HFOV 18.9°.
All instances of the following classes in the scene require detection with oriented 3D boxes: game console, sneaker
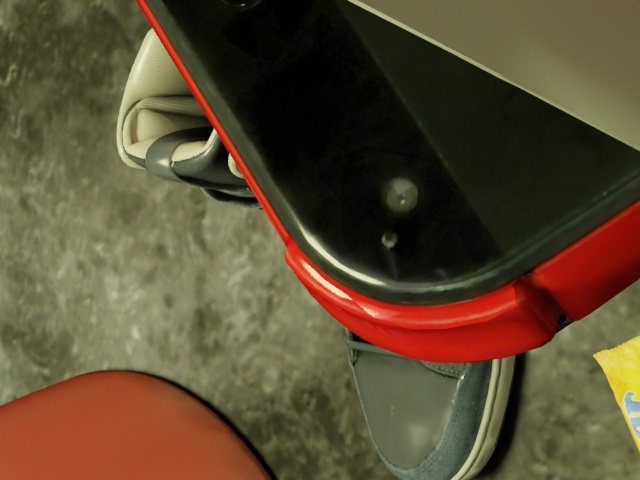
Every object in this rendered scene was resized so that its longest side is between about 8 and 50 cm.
[{"bbox_3d":[0.065,-0.188,0.650,0.342,0.060,0.386,-35,69,7],"label":"game console"},{"bbox_3d":[-0.001,-0.001,0.760,0.086,0.163,0.226,1,98,43],"label":"sneaker"}]

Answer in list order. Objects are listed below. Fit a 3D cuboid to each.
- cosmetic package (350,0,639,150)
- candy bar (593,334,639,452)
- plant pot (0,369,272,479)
[{"bbox_3d":[0.169,-0.170,0.394,0.377,0.284,0.097,-35,69,18],"label":"cosmetic package"},{"bbox_3d":[0.149,0.110,0.726,0.040,0.018,0.161,-33,72,43],"label":"candy bar"},{"bbox_3d":[-0.169,0.212,0.900,0.275,0.243,0.275,8,101,45],"label":"plant pot"}]
